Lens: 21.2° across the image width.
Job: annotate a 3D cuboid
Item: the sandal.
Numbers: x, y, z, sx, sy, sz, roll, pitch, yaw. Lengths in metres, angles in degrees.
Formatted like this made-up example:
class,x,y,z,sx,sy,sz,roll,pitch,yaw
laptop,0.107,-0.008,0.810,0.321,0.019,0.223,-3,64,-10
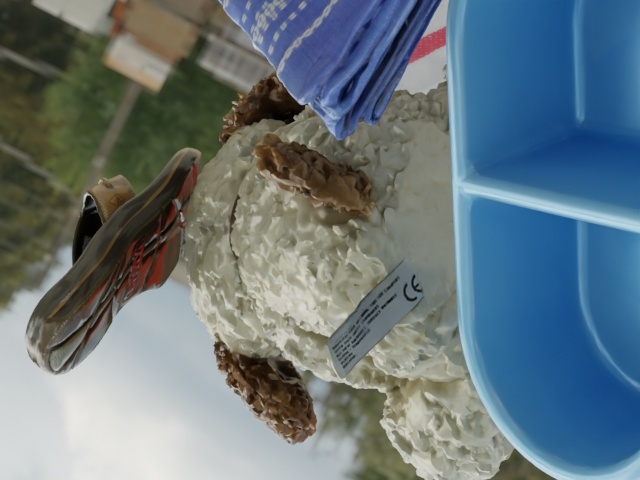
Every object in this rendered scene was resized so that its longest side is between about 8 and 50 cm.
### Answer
class,x,y,z,sx,sy,sz,roll,pitch,yaw
sandal,-0.129,0.003,1.032,0.060,0.090,0.219,24,-142,10

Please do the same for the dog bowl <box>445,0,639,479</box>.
class,x,y,z,sx,sy,sz,roll,pitch,yaw
dog bowl,0.130,-0.023,0.770,0.074,0.297,0.166,-16,-160,-36

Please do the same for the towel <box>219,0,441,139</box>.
class,x,y,z,sx,sy,sz,roll,pitch,yaw
towel,-0.009,-0.227,0.819,0.040,0.243,0.336,14,-155,-37

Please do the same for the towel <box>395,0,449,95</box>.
class,x,y,z,sx,sy,sz,roll,pitch,yaw
towel,0.155,-0.085,1.074,0.237,0.037,0.329,-18,122,37

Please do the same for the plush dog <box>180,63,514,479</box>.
class,x,y,z,sx,sy,sz,roll,pitch,yaw
plush dog,0.000,0.000,0.976,0.210,0.262,0.225,15,165,-33
